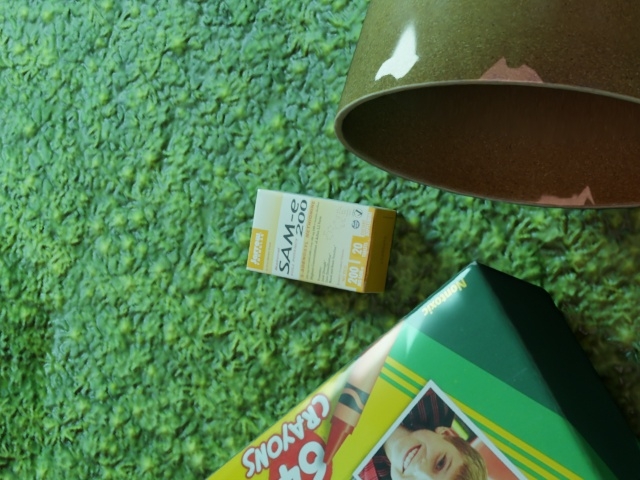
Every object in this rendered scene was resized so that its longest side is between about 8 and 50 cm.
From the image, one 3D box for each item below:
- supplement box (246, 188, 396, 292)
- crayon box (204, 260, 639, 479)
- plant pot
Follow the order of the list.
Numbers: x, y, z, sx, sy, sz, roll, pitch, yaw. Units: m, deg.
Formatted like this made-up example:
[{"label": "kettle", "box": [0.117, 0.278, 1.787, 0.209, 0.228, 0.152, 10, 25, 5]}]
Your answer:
[{"label": "supplement box", "box": [0.000, 0.000, 1.030, 0.098, 0.036, 0.062, 9, 93, 29]}, {"label": "crayon box", "box": [0.059, 0.249, 0.914, 0.363, 0.106, 0.313, -41, 55, 22]}, {"label": "plant pot", "box": [0.141, -0.172, 0.866, 0.237, 0.237, 0.254, 1, 76, 28]}]
